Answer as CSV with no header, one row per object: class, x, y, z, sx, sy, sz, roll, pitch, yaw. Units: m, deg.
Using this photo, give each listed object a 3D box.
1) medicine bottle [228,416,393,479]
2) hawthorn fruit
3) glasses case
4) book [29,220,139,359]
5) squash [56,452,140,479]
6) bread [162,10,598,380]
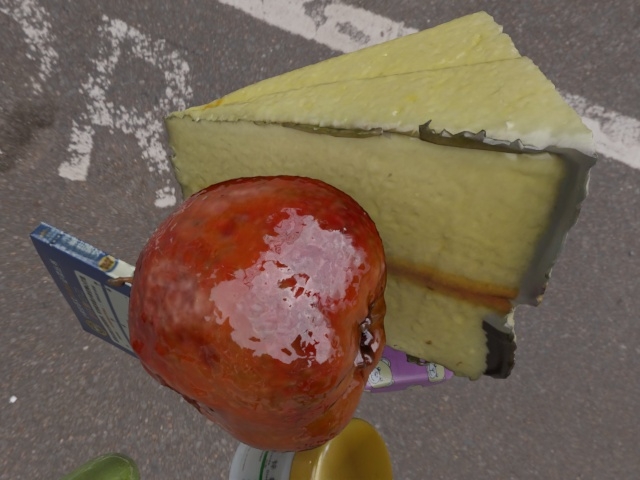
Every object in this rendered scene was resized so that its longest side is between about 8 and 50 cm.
medicine bottle,-0.018,0.462,1.105,0.238,0.232,0.237,20,63,-47
hawthorn fruit,-0.069,0.042,0.455,0.243,0.207,0.207,10,87,20
glasses case,0.177,0.278,1.320,0.317,0.075,0.123,4,47,-36
book,-0.216,0.150,0.869,0.428,0.300,0.039,25,57,11
squash,-0.414,0.448,0.937,0.119,0.370,0.118,0,90,12
bread,0.000,0.000,0.564,0.405,0.345,0.242,-11,49,9
